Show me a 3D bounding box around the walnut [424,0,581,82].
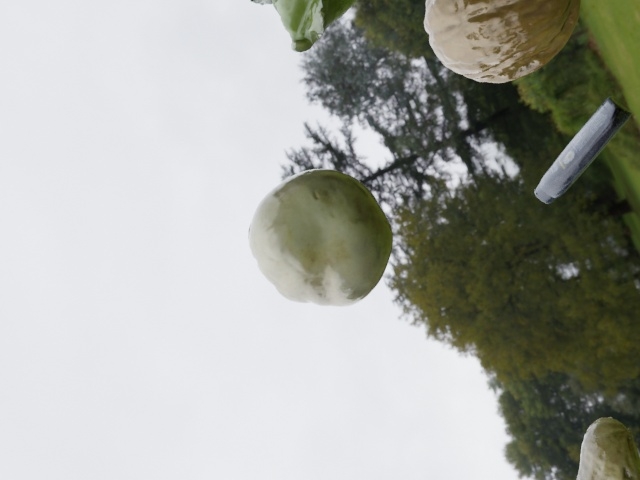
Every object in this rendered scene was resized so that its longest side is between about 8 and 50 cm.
[{"bbox_3d":[0.256,-0.324,0.812,0.213,0.213,0.213,47,-150,-38],"label":"walnut"}]

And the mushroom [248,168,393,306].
[{"bbox_3d":[0.000,0.000,0.624,0.122,0.154,0.154,121,129,-80],"label":"mushroom"}]

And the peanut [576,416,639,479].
[{"bbox_3d":[0.424,0.371,0.871,0.099,0.099,0.214,42,-111,-44],"label":"peanut"}]

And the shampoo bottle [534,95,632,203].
[{"bbox_3d":[0.516,-0.173,1.156,0.049,0.234,0.087,28,-146,-5],"label":"shampoo bottle"}]

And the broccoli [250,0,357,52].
[{"bbox_3d":[0.010,-0.322,0.585,0.302,0.254,0.186,-30,-57,-33],"label":"broccoli"}]
